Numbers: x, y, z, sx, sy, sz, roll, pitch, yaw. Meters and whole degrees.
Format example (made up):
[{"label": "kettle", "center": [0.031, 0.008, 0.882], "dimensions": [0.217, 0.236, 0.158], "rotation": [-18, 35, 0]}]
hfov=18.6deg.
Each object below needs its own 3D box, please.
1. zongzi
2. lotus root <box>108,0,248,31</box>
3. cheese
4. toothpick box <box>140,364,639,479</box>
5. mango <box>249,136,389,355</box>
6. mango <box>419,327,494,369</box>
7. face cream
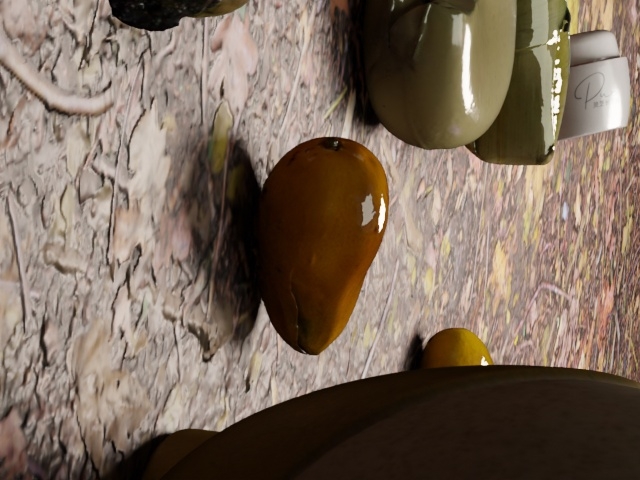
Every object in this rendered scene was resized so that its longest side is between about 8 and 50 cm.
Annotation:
[{"label": "zongzi", "center": [0.171, -0.199, 1.735], "dimensions": [0.256, 0.115, 0.228], "rotation": [-50, 139, -71]}, {"label": "lotus root", "center": [-0.060, -0.197, 0.945], "dimensions": [0.138, 0.138, 0.214], "rotation": [75, 27, -50]}, {"label": "cheese", "center": [0.091, -0.156, 1.513], "dimensions": [0.202, 0.091, 0.175], "rotation": [-23, 117, -71]}, {"label": "toothpick box", "center": [0.072, 0.270, 1.048], "dimensions": [0.409, 0.425, 0.409], "rotation": [1, 89, -57]}, {"label": "mango", "center": [-0.003, -0.002, 1.282], "dimensions": [0.105, 0.084, 0.159], "rotation": [-65, 177, -46]}, {"label": "mango", "center": [0.122, 0.170, 1.750], "dimensions": [0.115, 0.090, 0.178], "rotation": [41, 49, -61]}, {"label": "face cream", "center": [0.259, -0.157, 2.002], "dimensions": [0.117, 0.117, 0.104], "rotation": [-14, 91, -72]}]
